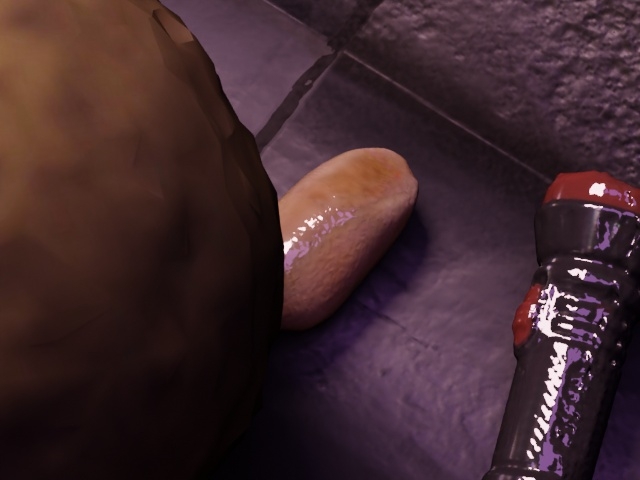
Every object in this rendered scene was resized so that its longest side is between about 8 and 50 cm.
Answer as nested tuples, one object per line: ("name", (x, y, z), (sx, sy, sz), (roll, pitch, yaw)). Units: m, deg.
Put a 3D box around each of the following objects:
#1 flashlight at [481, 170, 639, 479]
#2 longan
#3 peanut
("flashlight", (0.145, 0.076, 1.077), (0.093, 0.093, 0.232), (17, 73, 9))
("longan", (-0.212, 0.012, 0.972), (0.391, 0.391, 0.391), (-1, 68, 2))
("peanut", (0.000, 0.000, 1.122), (0.076, 0.076, 0.152), (41, 78, 17))
